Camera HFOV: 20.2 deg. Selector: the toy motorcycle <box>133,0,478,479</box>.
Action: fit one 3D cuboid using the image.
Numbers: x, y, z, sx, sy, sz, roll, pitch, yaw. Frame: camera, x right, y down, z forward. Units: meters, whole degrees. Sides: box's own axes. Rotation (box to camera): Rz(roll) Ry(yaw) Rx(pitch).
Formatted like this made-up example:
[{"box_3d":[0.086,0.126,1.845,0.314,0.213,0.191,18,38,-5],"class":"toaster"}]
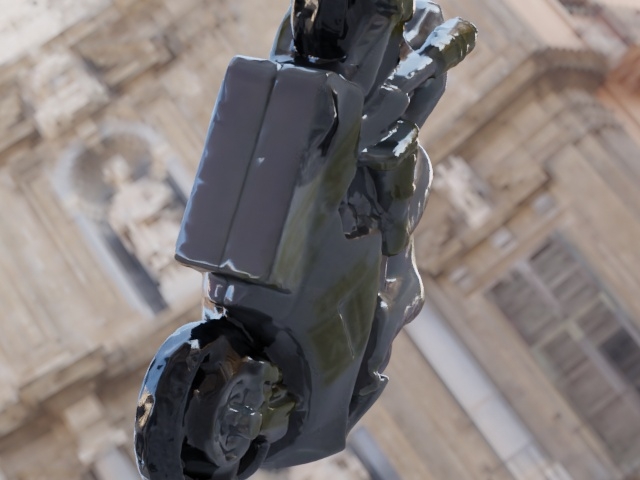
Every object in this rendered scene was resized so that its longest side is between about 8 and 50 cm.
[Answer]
[{"box_3d":[0.000,0.000,0.663,0.152,0.073,0.225,45,-119,-61],"class":"toy motorcycle"}]
